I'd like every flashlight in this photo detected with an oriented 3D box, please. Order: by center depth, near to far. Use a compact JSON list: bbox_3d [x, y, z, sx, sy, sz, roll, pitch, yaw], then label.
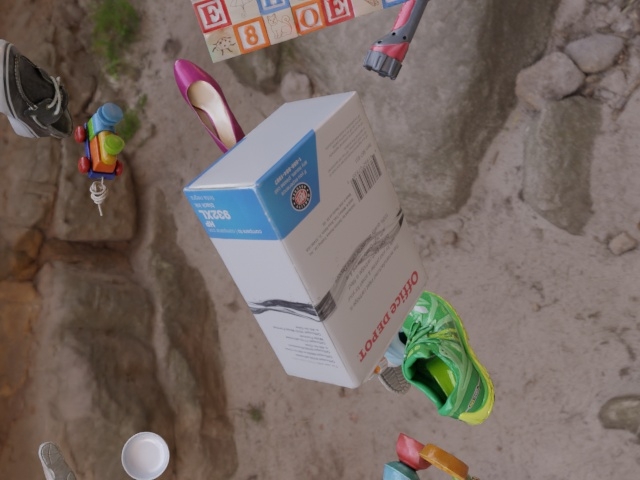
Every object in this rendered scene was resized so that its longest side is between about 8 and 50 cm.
[{"bbox_3d":[0.212,-0.582,1.673,0.103,0.103,0.304,31,103,46],"label":"flashlight"}]

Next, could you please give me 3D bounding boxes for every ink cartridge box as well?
[{"bbox_3d":[0.000,0.000,0.825,0.129,0.223,0.307,1,127,39],"label":"ink cartridge box"}]

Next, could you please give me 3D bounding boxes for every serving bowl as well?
[{"bbox_3d":[-0.309,0.383,1.137,0.027,0.083,0.083,104,165,-82],"label":"serving bowl"}]

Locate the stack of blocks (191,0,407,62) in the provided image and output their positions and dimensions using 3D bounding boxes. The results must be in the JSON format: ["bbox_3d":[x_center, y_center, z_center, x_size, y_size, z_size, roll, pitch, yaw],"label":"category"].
[{"bbox_3d":[-0.040,-0.382,0.885,0.087,0.297,0.171,-112,4,-57],"label":"stack of blocks"}]

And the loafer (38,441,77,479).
[{"bbox_3d":[-0.457,0.409,1.110,0.039,0.045,0.125,-23,89,52],"label":"loafer"}]

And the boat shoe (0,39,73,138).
[{"bbox_3d":[-0.530,-0.275,1.185,0.335,0.119,0.121,153,120,-77],"label":"boat shoe"}]

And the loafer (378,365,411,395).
[{"bbox_3d":[0.209,0.390,2.105,0.102,0.092,0.268,-30,69,-4],"label":"loafer"}]

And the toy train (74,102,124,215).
[{"bbox_3d":[-0.520,-0.201,1.555,0.143,0.105,0.248,-35,62,47],"label":"toy train"}]

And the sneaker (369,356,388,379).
[{"bbox_3d":[0.069,0.221,1.357,0.084,0.215,0.083,-37,45,-4],"label":"sneaker"}]

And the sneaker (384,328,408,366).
[{"bbox_3d":[0.134,0.149,1.466,0.150,0.366,0.135,-19,36,37],"label":"sneaker"}]

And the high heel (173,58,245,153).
[{"bbox_3d":[-0.239,-0.282,1.356,0.082,0.117,0.244,-29,100,3],"label":"high heel"}]

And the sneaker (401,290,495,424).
[{"bbox_3d":[0.200,0.191,1.134,0.109,0.124,0.295,-59,37,26],"label":"sneaker"}]

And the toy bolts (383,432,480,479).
[{"bbox_3d":[0.206,0.501,1.276,0.228,0.218,0.158,15,67,46],"label":"toy bolts"}]
